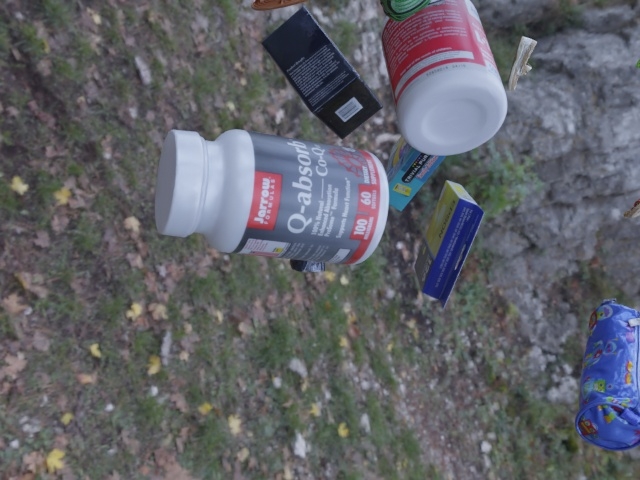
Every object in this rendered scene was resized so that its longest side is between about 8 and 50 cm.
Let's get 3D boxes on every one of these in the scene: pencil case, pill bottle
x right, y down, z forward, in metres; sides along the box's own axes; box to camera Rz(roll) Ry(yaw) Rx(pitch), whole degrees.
[{"bbox_3d":[0.569,0.250,1.340,0.119,0.133,0.306,33,44,-1],"label":"pencil case"},{"bbox_3d":[0.259,-0.408,1.554,0.229,0.229,0.407,57,21,-52],"label":"pill bottle"},{"bbox_3d":[-0.085,-0.075,1.194,0.210,0.363,0.210,-174,-90,-67],"label":"pill bottle"}]

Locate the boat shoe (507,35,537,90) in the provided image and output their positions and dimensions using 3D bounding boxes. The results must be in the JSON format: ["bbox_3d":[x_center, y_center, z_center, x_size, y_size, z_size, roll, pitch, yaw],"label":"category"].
[{"bbox_3d":[0.620,-0.538,2.146,0.063,0.059,0.170,-59,162,-56],"label":"boat shoe"}]

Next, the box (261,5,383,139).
[{"bbox_3d":[0.009,-0.503,2.137,0.294,0.183,0.296,56,11,18],"label":"box"}]

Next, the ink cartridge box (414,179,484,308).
[{"bbox_3d":[0.363,0.004,2.035,0.307,0.072,0.303,-81,-170,-73],"label":"ink cartridge box"}]

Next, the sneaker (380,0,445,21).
[{"bbox_3d":[0.252,-0.561,1.388,0.134,0.344,0.146,56,-11,16],"label":"sneaker"}]

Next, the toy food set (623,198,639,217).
[{"bbox_3d":[0.676,-0.075,1.455,0.020,0.083,0.083,63,2,24],"label":"toy food set"}]

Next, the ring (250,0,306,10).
[{"bbox_3d":[-0.019,-0.653,1.758,0.336,0.337,0.032,-85,159,-59],"label":"ring"}]

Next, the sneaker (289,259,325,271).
[{"bbox_3d":[0.000,0.000,1.739,0.101,0.269,0.152,1,80,-36],"label":"sneaker"}]

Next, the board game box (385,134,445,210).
[{"bbox_3d":[0.286,-0.276,1.843,0.079,0.336,0.253,28,41,-8],"label":"board game box"}]

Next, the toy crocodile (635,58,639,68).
[{"bbox_3d":[0.938,-0.501,1.895,0.105,0.115,0.340,35,22,12],"label":"toy crocodile"}]
